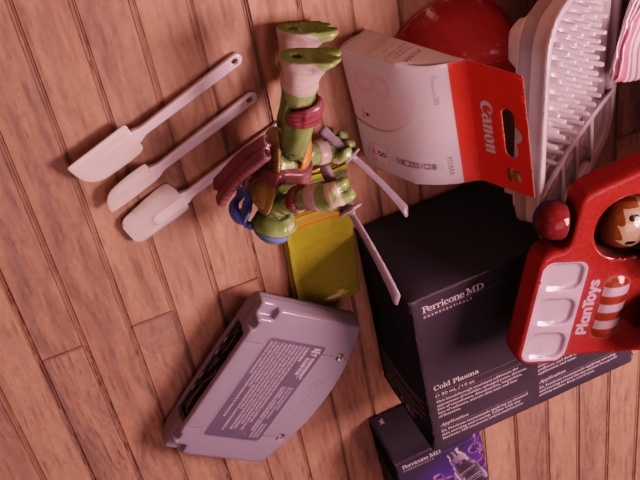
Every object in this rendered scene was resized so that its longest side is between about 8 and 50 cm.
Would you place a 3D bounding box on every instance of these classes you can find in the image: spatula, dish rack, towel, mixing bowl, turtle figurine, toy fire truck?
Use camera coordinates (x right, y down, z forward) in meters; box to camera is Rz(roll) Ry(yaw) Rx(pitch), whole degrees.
[{"bbox_3d":[-0.166,-0.111,1.406,0.242,0.019,0.168,-37,133,-2],"label":"spatula"},{"bbox_3d":[0.305,-0.199,1.466,0.285,0.072,0.333,-50,147,-40],"label":"dish rack"},{"bbox_3d":[0.470,-0.283,1.546,0.197,0.029,0.144,-10,123,-36],"label":"towel"},{"bbox_3d":[0.185,-0.207,1.452,0.181,0.098,0.181,-15,131,-17],"label":"mixing bowl"},{"bbox_3d":[0.019,-0.111,1.373,0.198,0.274,0.266,-41,141,-49],"label":"turtle figurine"},{"bbox_3d":[0.000,0.000,1.572,0.102,0.021,0.237,-19,132,-12],"label":"towel"},{"bbox_3d":[0.376,0.024,1.450,0.254,0.169,0.302,-4,125,-16],"label":"toy fire truck"}]

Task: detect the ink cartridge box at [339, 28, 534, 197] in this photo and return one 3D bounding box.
[{"bbox_3d":[0.139,-0.142,1.393,0.066,0.232,0.189,-40,137,-25],"label":"ink cartridge box"}]

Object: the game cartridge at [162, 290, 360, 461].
[{"bbox_3d":[-0.078,0.200,1.656,0.196,0.060,0.294,17,121,-32],"label":"game cartridge"}]

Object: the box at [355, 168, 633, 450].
[{"bbox_3d":[0.258,0.082,1.661,0.343,0.179,0.312,-22,133,-11],"label":"box"}]

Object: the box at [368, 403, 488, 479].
[{"bbox_3d":[0.180,0.357,1.888,0.153,0.108,0.207,-24,133,-8],"label":"box"}]
